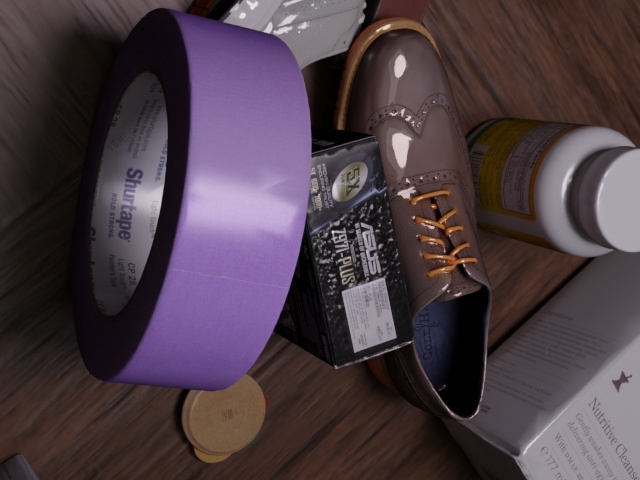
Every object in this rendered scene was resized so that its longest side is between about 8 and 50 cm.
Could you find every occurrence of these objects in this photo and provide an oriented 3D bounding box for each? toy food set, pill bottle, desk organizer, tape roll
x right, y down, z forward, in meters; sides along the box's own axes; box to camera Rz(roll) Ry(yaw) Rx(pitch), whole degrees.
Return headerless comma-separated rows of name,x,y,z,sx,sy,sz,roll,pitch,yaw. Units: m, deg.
toy food set,-0.087,0.155,1.028,0.082,0.020,0.083,-32,110,-17
pill bottle,0.220,-0.049,1.029,0.117,0.208,0.118,-4,100,-24
desk organizer,0.061,-0.206,1.021,0.050,0.047,0.130,20,92,-31
tape roll,-0.106,-0.028,0.848,0.090,0.275,0.275,10,94,-26

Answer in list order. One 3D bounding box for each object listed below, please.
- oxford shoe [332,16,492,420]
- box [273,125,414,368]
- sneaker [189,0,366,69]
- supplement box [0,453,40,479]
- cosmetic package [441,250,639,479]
oxford shoe,0.100,-0.014,1.002,0.130,0.132,0.364,-17,112,-18
box,0.000,0.000,0.972,0.077,0.147,0.180,-17,104,-21
sneaker,0.008,-0.227,0.977,0.262,0.099,0.121,-45,121,-3
supplement box,-0.296,0.289,0.906,0.220,0.114,0.111,-35,110,-17
cosmetic package,0.331,0.135,1.138,0.385,0.156,0.217,-41,114,-14
